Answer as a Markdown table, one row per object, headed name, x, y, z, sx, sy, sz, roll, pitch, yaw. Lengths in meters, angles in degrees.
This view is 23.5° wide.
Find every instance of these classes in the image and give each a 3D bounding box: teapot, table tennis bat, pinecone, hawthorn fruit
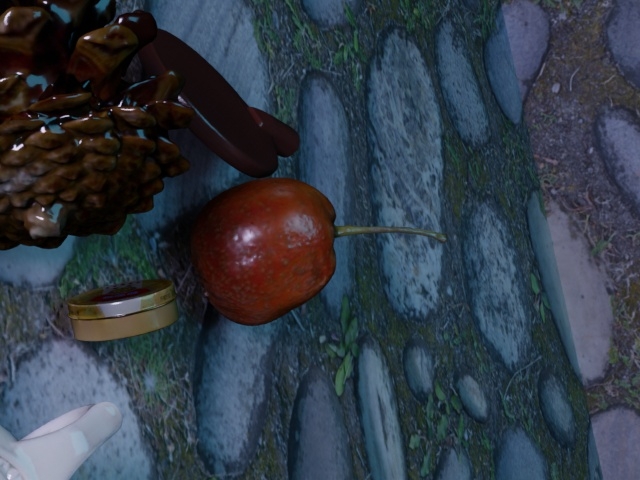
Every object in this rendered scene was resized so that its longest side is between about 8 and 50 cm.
| name | x | y | z | sx | sy | sz | roll | pitch | yaw |
| --- | --- | --- | --- | --- | --- | --- | --- | --- | --- |
| teapot | -0.268 | 0.208 | 1.159 | 0.208 | 0.166 | 0.299 | 49 | 42 | -4 |
| table tennis bat | -0.102 | -0.145 | 1.715 | 0.200 | 0.038 | 0.310 | 57 | 13 | 22 |
| pinecone | -0.244 | -0.125 | 1.284 | 0.264 | 0.264 | 0.264 | 37 | 47 | -53 |
| hawthorn fruit | 0.000 | 0.000 | 1.668 | 0.165 | 0.285 | 0.165 | 171 | -90 | -86 |

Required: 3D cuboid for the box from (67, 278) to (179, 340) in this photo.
| name | x | y | z | sx | sy | sz | roll | pitch | yaw |
| --- | --- | --- | --- | --- | --- | --- | --- | --- | --- |
| box | -0.186 | 0.066 | 1.455 | 0.105 | 0.106 | 0.037 | -26 | 110 | -63 |
